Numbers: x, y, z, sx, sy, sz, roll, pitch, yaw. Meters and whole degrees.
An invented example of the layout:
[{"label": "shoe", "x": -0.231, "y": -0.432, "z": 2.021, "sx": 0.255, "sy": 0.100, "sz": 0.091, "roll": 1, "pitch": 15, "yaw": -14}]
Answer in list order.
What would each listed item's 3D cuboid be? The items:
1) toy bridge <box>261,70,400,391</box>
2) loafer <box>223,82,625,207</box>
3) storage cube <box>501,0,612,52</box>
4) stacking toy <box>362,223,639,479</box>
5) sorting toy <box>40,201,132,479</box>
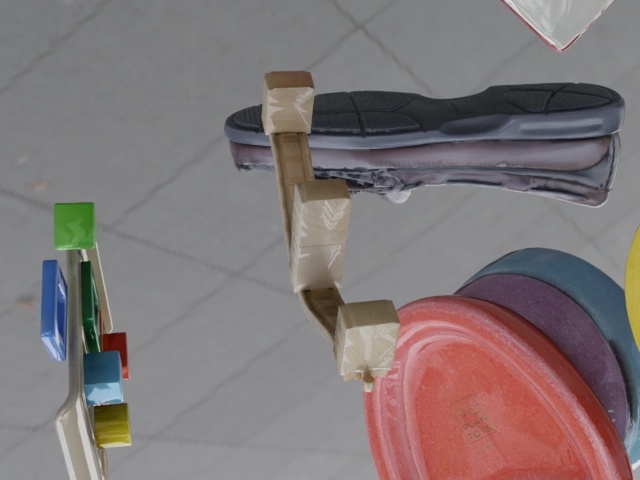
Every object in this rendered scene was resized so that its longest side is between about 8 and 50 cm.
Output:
[{"label": "toy bridge", "x": 0.000, "y": 0.000, "z": 0.693, "sx": 0.026, "sy": 0.188, "sz": 0.063, "roll": -5, "pitch": 133, "yaw": -12}, {"label": "loafer", "x": 0.080, "y": -0.060, "z": 1.125, "sx": 0.303, "sy": 0.095, "sz": 0.109, "roll": -3, "pitch": -157, "yaw": 2}, {"label": "storage cube", "x": 0.101, "y": -0.241, "z": 0.741, "sx": 0.183, "sy": 0.215, "sz": 0.193, "roll": -45, "pitch": -161, "yaw": 15}, {"label": "stacking toy", "x": 0.186, "y": 0.110, "z": 0.702, "sx": 0.130, "sy": 0.279, "sz": 0.309, "roll": -22, "pitch": 180, "yaw": -43}, {"label": "sorting toy", "x": -0.185, "y": 0.109, "z": 1.250, "sx": 0.047, "sy": 0.196, "sz": 0.347, "roll": -2, "pitch": 143, "yaw": -2}]
